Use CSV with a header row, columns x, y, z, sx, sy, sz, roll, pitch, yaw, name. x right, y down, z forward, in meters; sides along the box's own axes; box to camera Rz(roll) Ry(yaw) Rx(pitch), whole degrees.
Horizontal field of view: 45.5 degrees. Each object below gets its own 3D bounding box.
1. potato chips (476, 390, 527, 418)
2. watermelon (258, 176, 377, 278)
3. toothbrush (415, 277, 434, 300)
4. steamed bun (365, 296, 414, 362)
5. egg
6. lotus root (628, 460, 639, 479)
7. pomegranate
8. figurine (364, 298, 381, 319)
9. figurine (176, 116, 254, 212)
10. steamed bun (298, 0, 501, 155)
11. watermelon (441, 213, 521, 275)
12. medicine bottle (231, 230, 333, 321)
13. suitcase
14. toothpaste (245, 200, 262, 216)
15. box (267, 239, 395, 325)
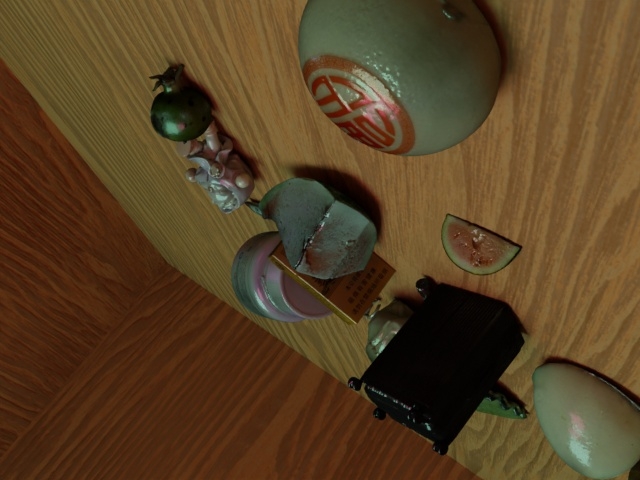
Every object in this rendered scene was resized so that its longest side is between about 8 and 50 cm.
x,y,z,sx,sy,sz,roll,pitch,yaw,name
0.412,0.426,2.283,0.358,0.070,0.429,41,165,-20,potato chips
0.000,0.000,1.737,0.320,0.214,0.289,6,148,42,watermelon
0.317,0.202,1.918,0.041,0.041,0.364,24,160,42,toothbrush
0.238,0.303,1.996,0.275,0.206,0.320,41,179,-17,steamed bun
0.570,0.405,1.685,0.286,0.174,0.264,36,160,22,egg
0.812,0.576,1.722,0.241,0.123,0.124,20,-175,40,lotus root
-0.335,-0.308,1.768,0.148,0.148,0.169,16,146,53,pomegranate
0.102,0.167,2.179,0.153,0.132,0.132,31,167,-18,figurine
-0.259,-0.187,1.938,0.200,0.133,0.276,8,147,29,figurine
0.088,-0.221,1.006,0.283,0.177,0.283,34,163,12,steamed bun
0.302,0.017,1.441,0.163,0.087,0.069,30,-161,34,watermelon
-0.084,0.099,2.110,0.256,0.256,0.325,44,163,-19,medicine bottle
0.262,0.267,1.680,0.229,0.335,0.152,18,150,51,suitcase
-0.141,-0.079,2.147,0.062,0.039,0.239,40,168,-32,toothpaste
0.027,0.061,1.912,0.274,0.174,0.076,40,163,-6,box
